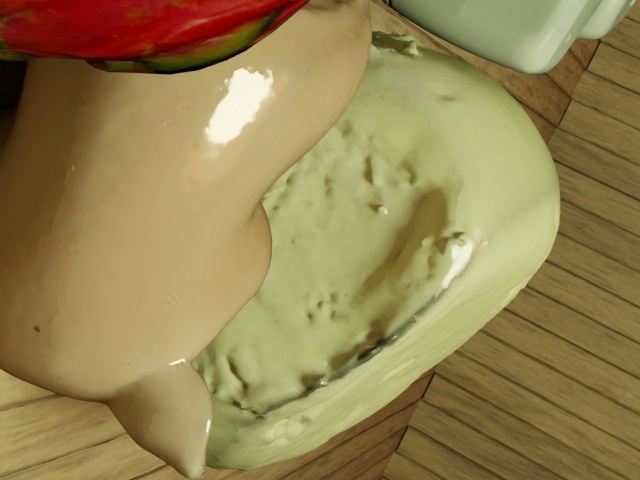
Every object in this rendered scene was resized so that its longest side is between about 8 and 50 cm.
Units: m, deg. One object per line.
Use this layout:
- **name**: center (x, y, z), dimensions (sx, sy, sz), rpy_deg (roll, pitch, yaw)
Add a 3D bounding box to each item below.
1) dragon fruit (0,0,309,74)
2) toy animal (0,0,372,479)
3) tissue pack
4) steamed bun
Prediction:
- **dragon fruit**: center (-0.088, -0.177, 0.336), dimensions (0.303, 0.237, 0.231), rpy_deg (32, 61, -62)
- **toy animal**: center (-0.096, -0.052, 0.606), dimensions (0.213, 0.195, 0.256), rpy_deg (-80, -167, -73)
- **tissue pack**: center (0.152, -0.278, 0.898), dimensions (0.333, 0.236, 0.229), rpy_deg (-33, 156, -58)
- **steamed bun**: center (0.000, 0.000, 0.850), dimensions (0.334, 0.233, 0.312), rpy_deg (-35, 166, -2)
